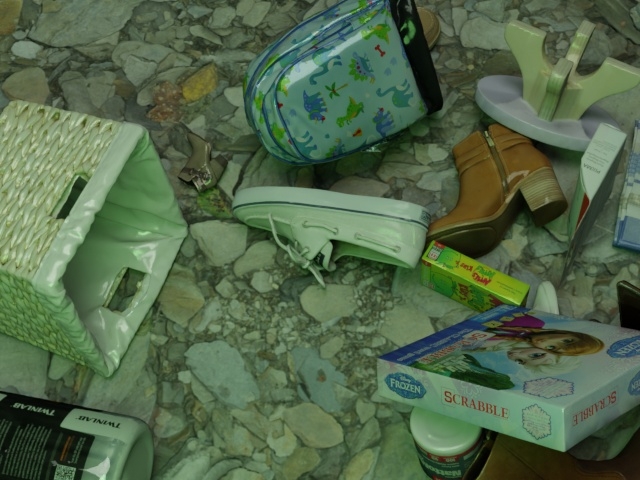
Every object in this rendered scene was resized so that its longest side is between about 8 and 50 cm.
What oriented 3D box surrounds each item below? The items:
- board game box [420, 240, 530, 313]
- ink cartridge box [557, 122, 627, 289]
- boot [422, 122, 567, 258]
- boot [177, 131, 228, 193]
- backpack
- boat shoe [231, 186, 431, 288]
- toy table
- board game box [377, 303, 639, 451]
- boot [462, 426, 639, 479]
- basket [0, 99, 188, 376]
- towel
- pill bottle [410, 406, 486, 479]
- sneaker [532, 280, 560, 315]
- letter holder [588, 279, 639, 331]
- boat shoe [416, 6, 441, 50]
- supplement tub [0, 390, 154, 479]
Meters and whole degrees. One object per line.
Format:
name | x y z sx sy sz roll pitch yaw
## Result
board game box | 0.260 0.075 1.796 0.181 0.092 0.043 26 64 18
ink cartridge box | 0.442 -0.057 1.804 0.066 0.189 0.232 29 67 20
boot | 0.274 -0.096 1.893 0.284 0.109 0.220 -25 53 2
boot | -0.235 -0.144 1.992 0.118 0.042 0.087 38 71 23
backpack | 0.031 -0.283 1.921 0.356 0.290 0.273 -18 29 4
boat shoe | 0.004 0.002 1.840 0.367 0.136 0.156 8 78 19
toy table | 0.431 -0.285 1.921 0.274 0.160 0.252 17 38 3
board game box | 0.303 0.184 1.534 0.318 0.065 0.319 10 19 43
boot | 0.372 0.321 1.579 0.280 0.096 0.264 39 78 -11
basket | -0.428 -0.007 1.762 0.267 0.331 0.328 16 62 15
towel | 0.646 -0.084 1.895 0.209 0.034 0.285 14 64 10
pill bottle | 0.199 0.312 1.605 0.108 0.180 0.108 -7 52 9
sneaker | 0.356 0.164 1.753 0.094 0.080 0.212 -7 58 17
letter holder | 0.563 0.164 1.604 0.152 0.214 0.302 -34 45 -14
boat shoe | 0.083 -0.382 2.066 0.341 0.110 0.121 -26 61 -10
supplement tub | -0.444 0.346 1.626 0.338 0.207 0.207 9 61 9
